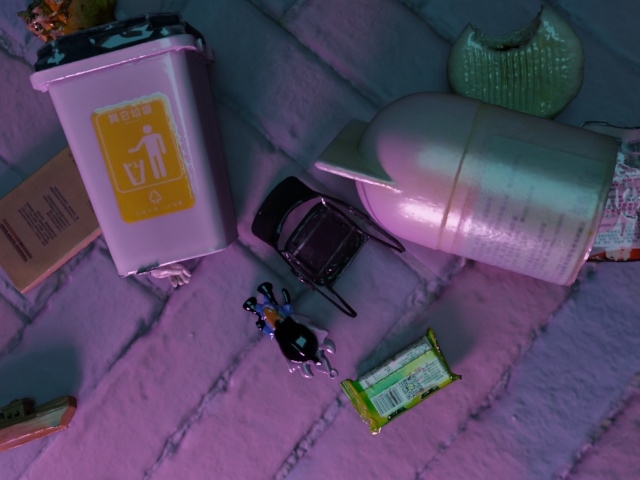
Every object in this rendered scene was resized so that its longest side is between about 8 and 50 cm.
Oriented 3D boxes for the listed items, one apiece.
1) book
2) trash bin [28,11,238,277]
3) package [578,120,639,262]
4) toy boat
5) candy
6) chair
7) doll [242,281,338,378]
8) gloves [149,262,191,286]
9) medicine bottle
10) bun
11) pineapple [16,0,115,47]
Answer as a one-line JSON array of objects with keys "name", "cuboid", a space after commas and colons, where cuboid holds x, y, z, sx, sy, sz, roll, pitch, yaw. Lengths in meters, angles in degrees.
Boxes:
[{"name": "book", "cuboid": [-0.469, -0.039, 1.302, 0.231, 0.026, 0.161, -38, 82, 0]}, {"name": "trash bin", "cuboid": [-0.263, -0.149, 1.201, 0.255, 0.296, 0.368, -15, 97, 2]}, {"name": "package", "cuboid": [0.496, -0.080, 1.223, 0.166, 0.040, 0.232, -2, 92, 8]}, {"name": "toy boat", "cuboid": [-0.507, 0.303, 1.255, 0.206, 0.064, 0.072, -19, 69, 3]}, {"name": "candy", "cuboid": [0.131, 0.228, 1.223, 0.178, 0.032, 0.102, -33, 79, 2]}, {"name": "chair", "cuboid": [0.000, 0.000, 1.224, 0.145, 0.221, 0.140, 39, 87, -35]}, {"name": "doll", "cuboid": [-0.043, 0.154, 1.227, 0.195, 0.070, 0.096, 45, 105, 14]}, {"name": "gloves", "cuboid": [-0.257, 0.052, 1.266, 0.081, 0.044, 0.037, 23, 73, -14]}, {"name": "medicine bottle", "cuboid": [0.210, -0.098, 1.144, 0.406, 0.236, 0.236, 17, 86, 10]}, {"name": "bun", "cuboid": [0.315, -0.280, 1.210, 0.212, 0.126, 0.204, 21, 112, 12]}, {"name": "pineapple", "cuboid": [-0.456, -0.403, 1.285, 0.164, 0.140, 0.250, 24, 90, 8]}]
